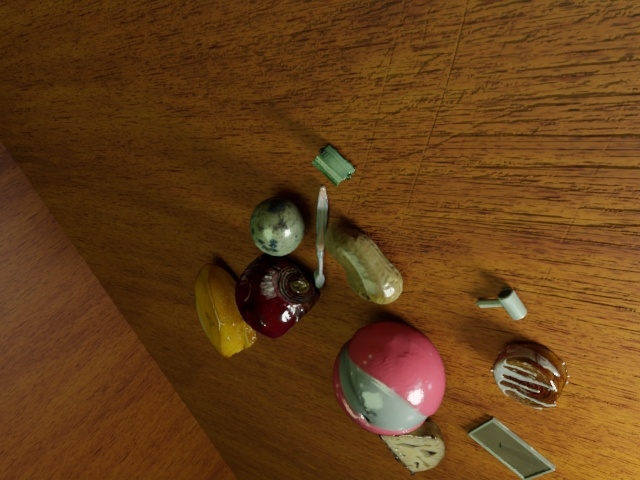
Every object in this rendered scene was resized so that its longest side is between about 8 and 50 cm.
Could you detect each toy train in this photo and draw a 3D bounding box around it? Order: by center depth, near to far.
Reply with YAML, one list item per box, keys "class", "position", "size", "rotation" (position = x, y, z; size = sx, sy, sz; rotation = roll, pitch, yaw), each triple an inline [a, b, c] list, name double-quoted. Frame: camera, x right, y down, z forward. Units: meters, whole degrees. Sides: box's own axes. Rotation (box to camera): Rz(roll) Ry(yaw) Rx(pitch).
- class: "toy train"
  position: [0.028, -0.164, 1.268]
  size: [0.093, 0.056, 0.038]
  rotation: [44, 145, -1]

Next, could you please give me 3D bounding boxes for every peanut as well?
- class: "peanut"
  position: [0.097, 0.057, 1.390]
  size: [0.236, 0.110, 0.120]
  rotation: [46, 160, 0]

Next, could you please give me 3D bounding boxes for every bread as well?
- class: "bread"
  position: [0.467, 0.303, 1.304]
  size: [0.160, 0.073, 0.160]
  rotation: [27, 144, 22]

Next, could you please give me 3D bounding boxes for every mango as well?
- class: "mango"
  position: [-0.332, 0.237, 1.967]
  size: [0.199, 0.201, 0.350]
  rotation: [-14, 111, 19]

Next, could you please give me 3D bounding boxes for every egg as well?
- class: "egg"
  position: [-0.110, -0.031, 1.481]
  size: [0.141, 0.141, 0.182]
  rotation: [32, 155, 17]

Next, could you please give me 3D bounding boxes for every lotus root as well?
- class: "lotus root"
  position: [0.290, 0.615, 1.761]
  size: [0.170, 0.074, 0.261]
  rotation: [-17, 130, 12]

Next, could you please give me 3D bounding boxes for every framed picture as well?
- class: "framed picture"
  position: [0.520, 0.575, 1.595]
  size: [0.203, 0.015, 0.150]
  rotation: [38, 146, 10]

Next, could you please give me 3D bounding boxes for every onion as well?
- class: "onion"
  position: [-0.149, 0.157, 1.663]
  size: [0.207, 0.206, 0.216]
  rotation: [46, 147, -5]

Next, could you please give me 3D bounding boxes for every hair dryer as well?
- class: "hair dryer"
  position: [0.381, 0.140, 1.255]
  size: [0.063, 0.038, 0.124]
  rotation: [52, 151, -13]

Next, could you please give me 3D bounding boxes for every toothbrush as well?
- class: "toothbrush"
  position: [0.000, 0.000, 1.499]
  size: [0.375, 0.028, 0.037]
  rotation: [93, 164, -48]

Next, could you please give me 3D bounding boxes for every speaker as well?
- class: "speaker"
  position: [0.181, 0.354, 1.512]
  size: [0.294, 0.294, 0.294]
  rotation: [27, 143, 23]

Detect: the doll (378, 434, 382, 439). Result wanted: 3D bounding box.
- class: "doll"
  position: [0.253, 0.666, 1.938]
  size: [0.165, 0.057, 0.139]
  rotation: [7, 135, 48]
